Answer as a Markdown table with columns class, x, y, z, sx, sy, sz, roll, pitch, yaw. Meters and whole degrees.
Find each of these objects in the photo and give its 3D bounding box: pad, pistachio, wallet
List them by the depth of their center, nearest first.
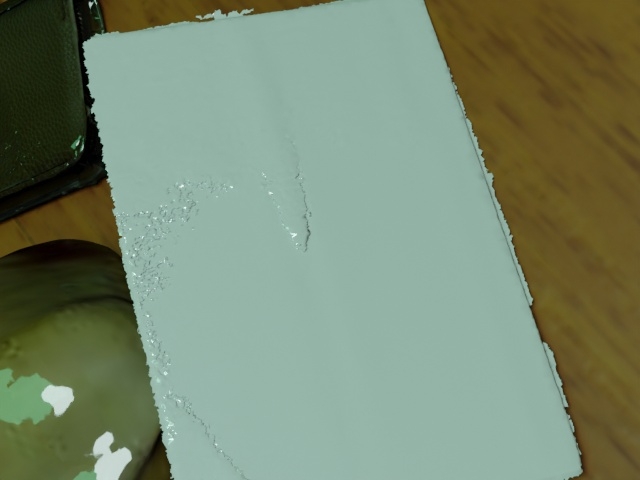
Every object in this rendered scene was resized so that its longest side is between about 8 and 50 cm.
| class | x | y | z | sx | sy | sz | roll | pitch | yaw |
| --- | --- | --- | --- | --- | --- | --- | --- | --- | --- |
| pad | 0.000 | 0.000 | 0.591 | 0.157 | 0.004 | 0.232 | -9 | 64 | -12 |
| pistachio | -0.131 | 0.080 | 0.630 | 0.210 | 0.130 | 0.165 | -10 | 52 | 34 |
| wallet | -0.192 | -0.052 | 0.759 | 0.198 | 0.031 | 0.110 | -20 | 67 | 24 |
